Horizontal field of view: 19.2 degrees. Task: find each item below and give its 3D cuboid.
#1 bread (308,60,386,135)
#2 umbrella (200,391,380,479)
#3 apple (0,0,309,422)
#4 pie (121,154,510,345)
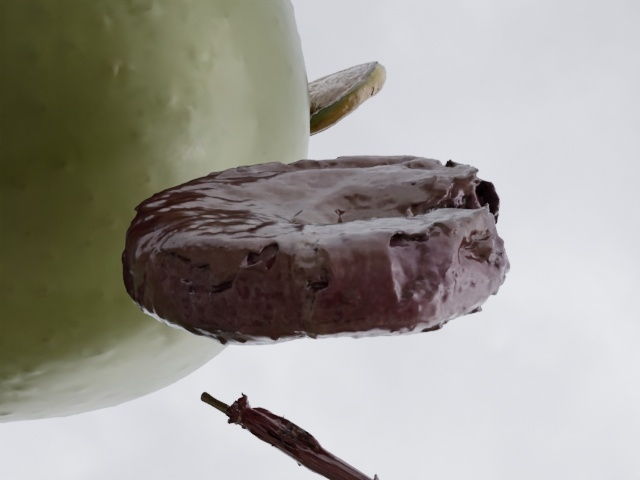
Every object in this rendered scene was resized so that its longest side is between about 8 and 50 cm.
[{"bbox_3d":[0.002,-0.108,1.466,0.110,0.110,0.024,-17,-71,27],"label":"bread"},{"bbox_3d":[-0.014,0.135,1.247,0.165,0.025,0.027,27,-44,29],"label":"umbrella"},{"bbox_3d":[-0.236,-0.089,1.334,0.473,0.473,0.474,7,-71,21],"label":"apple"},{"bbox_3d":[0.000,0.000,0.969,0.204,0.219,0.054,-7,-73,-10],"label":"pie"}]
